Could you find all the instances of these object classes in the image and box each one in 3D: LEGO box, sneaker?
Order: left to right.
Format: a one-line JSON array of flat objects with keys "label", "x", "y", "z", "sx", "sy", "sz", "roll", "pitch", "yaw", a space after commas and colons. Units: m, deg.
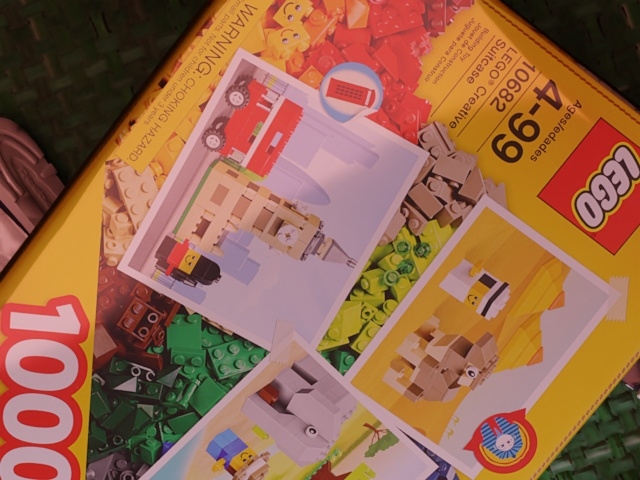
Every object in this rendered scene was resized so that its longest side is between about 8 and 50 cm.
[{"label": "sneaker", "x": -0.226, "y": 0.018, "z": 1.452, "sx": 0.095, "sy": 0.090, "sz": 0.235, "roll": -30, "pitch": 94, "yaw": 29}, {"label": "LEGO box", "x": -0.007, "y": 0.043, "z": 1.296, "sx": 0.372, "sy": 0.193, "sz": 0.500, "roll": 36, "pitch": 101, "yaw": -8}]

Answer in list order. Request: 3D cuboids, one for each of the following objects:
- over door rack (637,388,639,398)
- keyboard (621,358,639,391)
[{"label": "over door rack", "x": 0.397, "y": 0.029, "z": 1.251, "sx": 0.239, "sy": 0.108, "sz": 0.324, "roll": 33, "pitch": 66, "yaw": -4}, {"label": "keyboard", "x": 0.314, "y": -0.037, "z": 1.387, "sx": 0.317, "sy": 0.033, "sz": 0.201, "roll": -32, "pitch": 100, "yaw": 10}]
